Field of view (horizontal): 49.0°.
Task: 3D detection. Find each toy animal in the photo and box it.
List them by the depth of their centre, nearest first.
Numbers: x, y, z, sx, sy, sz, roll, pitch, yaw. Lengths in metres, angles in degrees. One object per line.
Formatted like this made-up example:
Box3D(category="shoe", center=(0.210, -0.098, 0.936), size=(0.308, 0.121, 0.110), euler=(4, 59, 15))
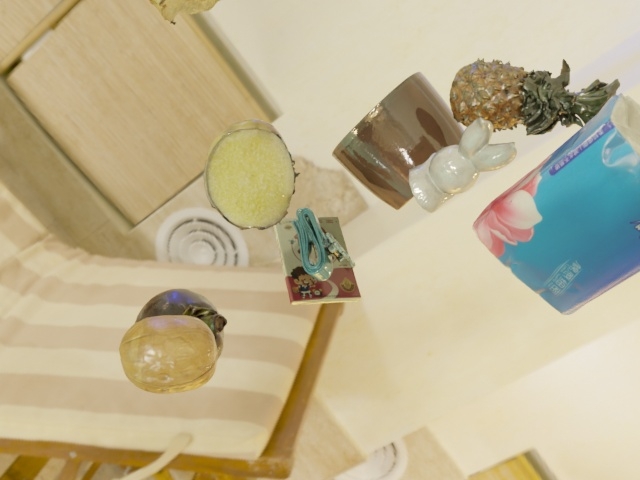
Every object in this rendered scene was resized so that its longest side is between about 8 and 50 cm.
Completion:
Box3D(category="toy animal", center=(0.283, -0.155, 1.362), size=(0.104, 0.220, 0.130), euler=(59, 35, 4))

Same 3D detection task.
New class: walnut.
Box3D(category="walnut", center=(-0.308, 0.232, 1.431), size=(0.197, 0.165, 0.165), euler=(0, 49, -18))

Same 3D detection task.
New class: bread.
Box3D(category="bread", center=(-0.294, -0.611, 1.651), size=(0.183, 0.223, 0.211), euler=(-5, 106, -69))

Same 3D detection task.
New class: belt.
Box3D(category="belt", center=(-0.002, -0.002, 1.507), size=(0.065, 0.100, 0.179), euler=(46, 19, -53))

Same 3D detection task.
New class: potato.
Box3D(category="potato", center=(-0.118, -0.120, 1.217), size=(0.081, 0.164, 0.201), euler=(-97, -175, -55))

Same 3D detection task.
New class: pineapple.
Box3D(category="pineapple", center=(0.418, -0.284, 1.376), size=(0.141, 0.309, 0.170), euler=(49, 59, -53))

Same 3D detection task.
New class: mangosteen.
Box3D(category="mangosteen", center=(-0.324, 0.218, 1.727), size=(0.231, 0.289, 0.232), euler=(25, 49, -33))

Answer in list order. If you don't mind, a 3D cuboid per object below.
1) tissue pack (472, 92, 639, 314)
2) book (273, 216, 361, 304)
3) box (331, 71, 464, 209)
Box3D(category="tissue pack", center=(0.376, -0.035, 0.963), size=(0.209, 0.270, 0.137), euler=(41, 44, -3))
Box3D(category="book", center=(-0.011, 0.041, 1.589), size=(0.162, 0.022, 0.232), euler=(-1, 54, -19))
Box3D(category="box", center=(0.199, -0.224, 1.675), size=(0.216, 0.301, 0.301), euler=(50, 22, 2))
